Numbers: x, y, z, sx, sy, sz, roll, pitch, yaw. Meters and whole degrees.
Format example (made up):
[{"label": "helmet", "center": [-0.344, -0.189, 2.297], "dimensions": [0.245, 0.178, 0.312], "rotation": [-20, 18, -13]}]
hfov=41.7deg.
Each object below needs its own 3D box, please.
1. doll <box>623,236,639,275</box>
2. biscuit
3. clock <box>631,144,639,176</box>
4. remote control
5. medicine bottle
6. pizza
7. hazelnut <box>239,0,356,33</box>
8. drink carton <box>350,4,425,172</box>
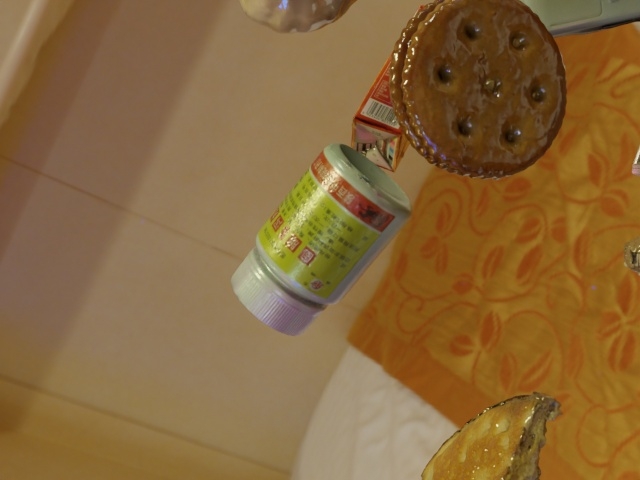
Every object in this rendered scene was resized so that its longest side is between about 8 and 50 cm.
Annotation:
[{"label": "doll", "center": [0.842, 0.044, 2.180], "dimensions": [0.105, 0.221, 0.115], "rotation": [35, 106, 46]}, {"label": "biscuit", "center": [0.182, -0.177, 0.964], "dimensions": [0.220, 0.220, 0.066], "rotation": [-68, 20, -7]}, {"label": "clock", "center": [0.595, -0.193, 1.385], "dimensions": [0.150, 0.063, 0.197], "rotation": [-65, -7, -84]}, {"label": "remote control", "center": [0.420, -0.368, 1.160], "dimensions": [0.056, 0.296, 0.140], "rotation": [-74, -28, -83]}, {"label": "medicine bottle", "center": [0.000, 0.000, 1.064], "dimensions": [0.225, 0.139, 0.139], "rotation": [-51, 24, 17]}, {"label": "pizza", "center": [0.248, 0.358, 1.249], "dimensions": [0.323, 0.089, 0.223], "rotation": [-52, 16, 46]}, {"label": "hazelnut", "center": [-0.032, -0.475, 1.408], "dimensions": [0.261, 0.241, 0.261], "rotation": [-47, -3, -3]}, {"label": "drink carton", "center": [0.120, -0.211, 1.164], "dimensions": [0.096, 0.071, 0.223], "rotation": [92, -156, -62]}]
